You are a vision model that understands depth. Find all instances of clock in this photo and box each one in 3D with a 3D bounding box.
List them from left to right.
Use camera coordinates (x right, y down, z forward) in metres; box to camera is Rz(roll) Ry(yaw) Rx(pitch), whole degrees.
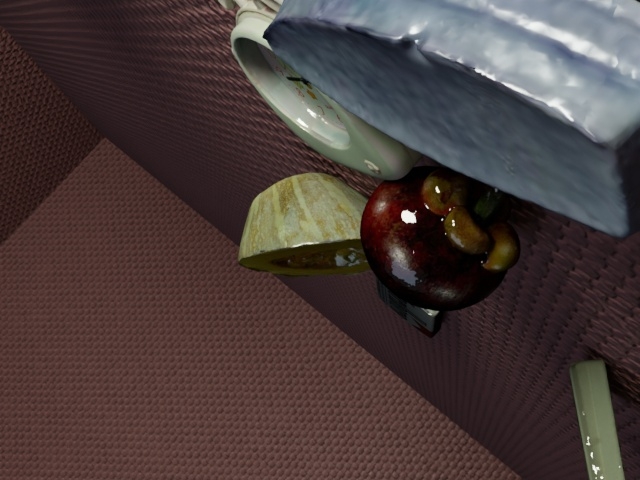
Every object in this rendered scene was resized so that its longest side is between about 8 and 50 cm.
[{"bbox_3d":[-0.003,-0.134,0.603,0.191,0.062,0.151,48,170,-35],"label":"clock"}]

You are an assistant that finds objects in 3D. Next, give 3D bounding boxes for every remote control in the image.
[{"bbox_3d":[0.294,0.269,0.771,0.038,0.285,0.123,-10,146,15],"label":"remote control"}]

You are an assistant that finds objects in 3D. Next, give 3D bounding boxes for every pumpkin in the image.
[{"bbox_3d":[0.000,-0.018,0.954,0.217,0.217,0.110,83,176,-77],"label":"pumpkin"}]

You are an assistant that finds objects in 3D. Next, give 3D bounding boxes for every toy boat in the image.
[{"bbox_3d":[0.071,-0.098,0.419,0.283,0.078,0.127,32,171,39],"label":"toy boat"}]

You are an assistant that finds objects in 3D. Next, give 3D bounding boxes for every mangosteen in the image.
[{"bbox_3d":[0.103,-0.008,0.629,0.140,0.140,0.140,40,171,8],"label":"mangosteen"}]

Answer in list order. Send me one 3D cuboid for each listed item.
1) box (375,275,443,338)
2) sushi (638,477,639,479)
[{"bbox_3d":[0.137,0.090,1.181,0.115,0.036,0.177,38,171,16],"label":"box"},{"bbox_3d":[0.461,0.395,0.965,0.274,0.139,0.184,39,173,-5],"label":"sushi"}]
